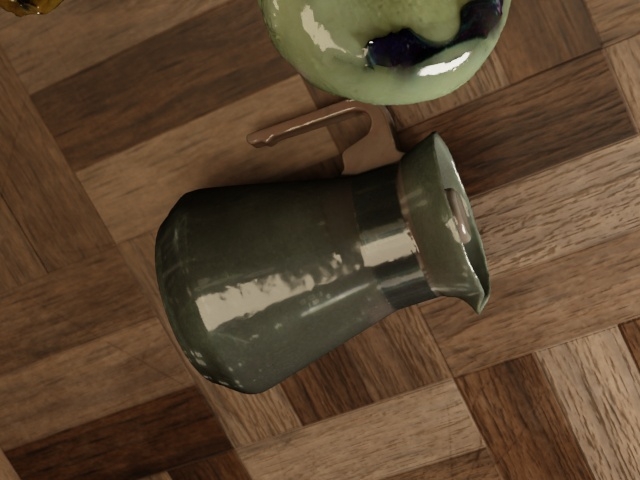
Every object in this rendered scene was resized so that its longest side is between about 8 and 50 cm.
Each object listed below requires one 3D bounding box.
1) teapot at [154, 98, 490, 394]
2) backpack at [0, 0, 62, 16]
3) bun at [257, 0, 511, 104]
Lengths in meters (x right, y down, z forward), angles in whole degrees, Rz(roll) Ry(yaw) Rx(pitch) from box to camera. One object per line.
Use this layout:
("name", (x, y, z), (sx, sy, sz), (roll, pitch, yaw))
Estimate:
("teapot", (0.000, 0.000, 1.446), (0.344, 0.253, 0.300), (-18, 78, 12))
("backpack", (-0.329, -0.440, 1.298), (0.378, 0.201, 0.353), (41, 133, 10))
("bun", (0.046, -0.269, 1.312), (0.293, 0.293, 0.187), (44, 151, -9))
